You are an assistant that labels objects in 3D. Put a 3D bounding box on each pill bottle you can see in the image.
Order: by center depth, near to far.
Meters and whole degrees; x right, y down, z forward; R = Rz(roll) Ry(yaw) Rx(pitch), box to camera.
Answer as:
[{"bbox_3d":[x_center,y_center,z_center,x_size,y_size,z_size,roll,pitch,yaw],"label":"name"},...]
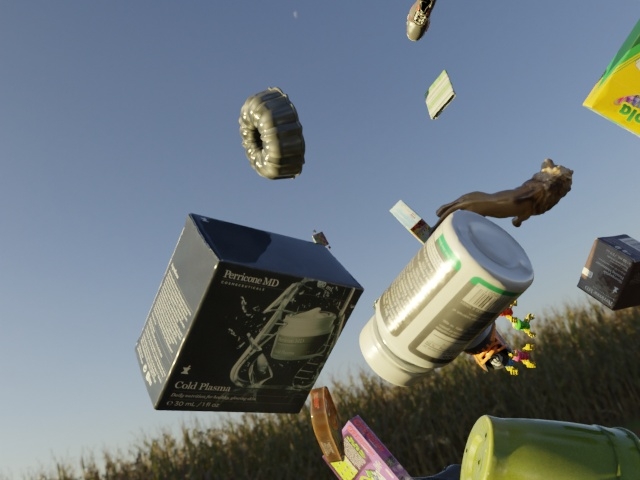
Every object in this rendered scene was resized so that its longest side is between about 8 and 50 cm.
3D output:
[{"bbox_3d":[0.242,0.130,1.173,0.204,0.204,0.361,0,-43,-41],"label":"pill bottle"}]

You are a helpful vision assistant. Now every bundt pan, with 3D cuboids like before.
[{"bbox_3d":[-0.186,-0.360,1.993,0.124,0.330,0.331,-19,-17,-25],"label":"bundt pan"}]

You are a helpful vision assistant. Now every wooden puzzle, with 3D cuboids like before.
[{"bbox_3d":[0.000,0.000,1.879,0.049,0.083,0.006,-24,-6,-43],"label":"wooden puzzle"}]

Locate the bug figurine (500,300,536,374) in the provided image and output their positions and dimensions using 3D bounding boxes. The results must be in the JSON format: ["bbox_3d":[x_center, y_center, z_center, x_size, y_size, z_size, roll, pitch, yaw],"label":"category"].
[{"bbox_3d":[0.728,0.370,2.155,0.216,0.278,0.072,18,-21,-33],"label":"bug figurine"}]

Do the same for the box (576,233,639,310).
[{"bbox_3d":[1.041,0.108,1.985,0.167,0.168,0.203,-6,-60,-27],"label":"box"}]

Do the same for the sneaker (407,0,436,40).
[{"bbox_3d":[0.249,-0.567,1.416,0.061,0.065,0.157,22,-48,6],"label":"sneaker"}]

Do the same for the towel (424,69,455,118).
[{"bbox_3d":[0.387,-0.471,1.846,0.023,0.152,0.113,24,-51,-23],"label":"towel"}]

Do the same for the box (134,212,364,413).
[{"bbox_3d":[-0.214,0.228,1.663,0.480,0.297,0.471,13,-71,-35],"label":"box"}]

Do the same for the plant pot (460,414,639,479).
[{"bbox_3d":[0.551,0.603,1.426,0.353,0.366,0.366,15,-20,5],"label":"plant pot"}]

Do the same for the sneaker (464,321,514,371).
[{"bbox_3d":[0.407,0.246,1.399,0.125,0.180,0.321,-37,1,14],"label":"sneaker"}]

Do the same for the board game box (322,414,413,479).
[{"bbox_3d":[0.165,0.688,1.608,0.056,0.347,0.208,-20,-34,-41],"label":"board game box"}]

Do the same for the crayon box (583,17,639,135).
[{"bbox_3d":[1.072,-0.469,1.769,0.313,0.363,0.106,-61,1,17],"label":"crayon box"}]

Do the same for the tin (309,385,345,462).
[{"bbox_3d":[0.015,0.375,1.157,0.040,0.106,0.189,-15,-51,3],"label":"tin"}]

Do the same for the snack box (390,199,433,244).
[{"bbox_3d":[0.386,-0.046,2.228,0.070,0.174,0.207,-45,-55,6],"label":"snack box"}]

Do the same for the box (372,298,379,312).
[{"bbox_3d":[0.296,0.291,1.993,0.184,0.190,0.045,13,-57,-27],"label":"box"}]

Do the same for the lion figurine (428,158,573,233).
[{"bbox_3d":[0.519,-0.107,1.655,0.392,0.142,0.240,-18,-14,-11],"label":"lion figurine"}]

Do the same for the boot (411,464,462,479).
[{"bbox_3d":[0.339,0.706,1.678,0.198,0.076,0.137,6,18,18],"label":"boot"}]
